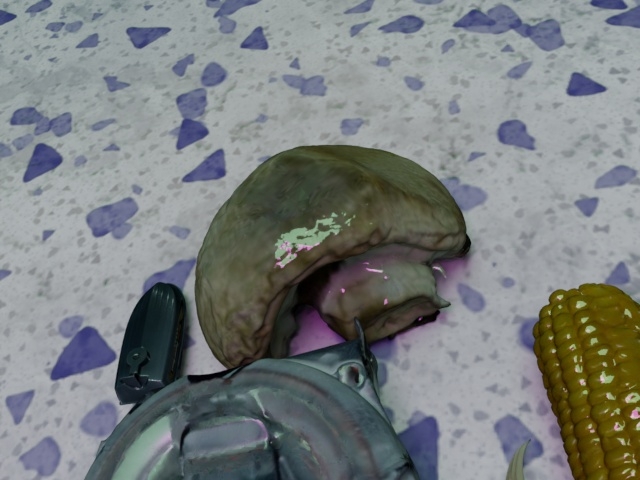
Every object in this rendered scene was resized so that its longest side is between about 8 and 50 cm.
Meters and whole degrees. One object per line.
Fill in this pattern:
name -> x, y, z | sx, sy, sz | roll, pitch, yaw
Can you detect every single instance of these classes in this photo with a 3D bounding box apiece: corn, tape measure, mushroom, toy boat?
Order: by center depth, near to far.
corn -> 0.233, 0.183, 0.470 | 0.121, 0.120, 0.363 | -14, 51, 5
tape measure -> -0.051, 0.206, 0.517 | 0.256, 0.147, 0.275 | -16, 50, 5
mushroom -> 0.000, -0.007, 0.652 | 0.267, 0.164, 0.189 | -23, 52, -2
toy boat -> -0.159, 0.093, 0.692 | 0.055, 0.060, 0.141 | -10, 45, 9

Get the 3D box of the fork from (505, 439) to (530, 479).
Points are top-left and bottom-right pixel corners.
fork -> 0.170, 0.248, 0.499 | 0.029, 0.034, 0.219 | 0, 51, -17
